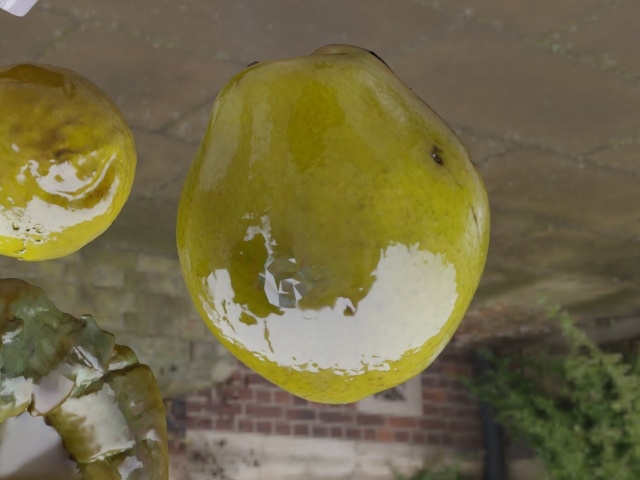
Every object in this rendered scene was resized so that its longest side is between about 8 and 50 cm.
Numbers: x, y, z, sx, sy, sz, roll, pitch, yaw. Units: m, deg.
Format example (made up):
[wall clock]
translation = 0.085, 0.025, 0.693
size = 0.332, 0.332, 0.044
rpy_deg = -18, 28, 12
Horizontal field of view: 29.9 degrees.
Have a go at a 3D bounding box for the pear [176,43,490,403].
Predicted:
[pear]
translation = 0.000, 0.000, 1.256
size = 0.341, 0.386, 0.191
rpy_deg = -14, -165, 17

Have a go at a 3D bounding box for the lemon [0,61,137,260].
[lemon]
translation = -0.400, -0.110, 1.672
size = 0.297, 0.297, 0.297
rpy_deg = -2, 164, -1

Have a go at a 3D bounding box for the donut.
[donut]
translation = -0.286, 0.199, 1.027
size = 0.170, 0.360, 0.360
rpy_deg = -6, 165, 38

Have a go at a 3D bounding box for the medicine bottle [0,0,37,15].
[medicine bottle]
translation = -0.391, -0.532, 1.761
size = 0.378, 0.213, 0.213
rpy_deg = -48, 150, 10
